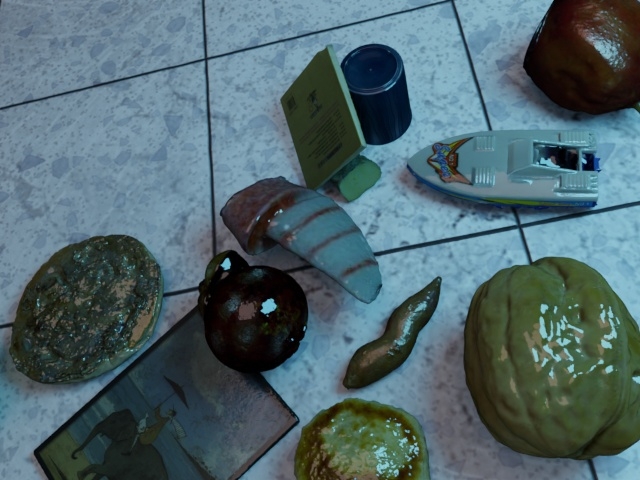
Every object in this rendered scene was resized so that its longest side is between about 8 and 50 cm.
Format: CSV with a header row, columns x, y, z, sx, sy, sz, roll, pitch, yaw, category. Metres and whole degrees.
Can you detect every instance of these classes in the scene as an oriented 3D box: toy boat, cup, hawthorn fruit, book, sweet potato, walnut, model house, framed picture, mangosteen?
x,y,z,sx,sy,sz,roll,pitch,yaw,category
0.000,0.000,0.966,0.282,0.096,0.206,33,38,32,toy boat
0.283,-0.115,0.988,0.295,0.088,0.129,3,65,13,toy boat
0.078,-0.242,1.066,0.150,0.138,0.113,-22,62,1,cup
0.438,-0.281,0.988,0.189,0.189,0.251,-31,70,-3,hawthorn fruit
-0.002,-0.199,1.045,0.013,0.168,0.192,-5,70,-36,book
0.116,0.140,0.924,0.218,0.051,0.065,-45,62,-10,sweet potato
0.293,0.145,0.797,0.224,0.257,0.257,10,63,-18,walnut
0.048,-0.121,1.068,0.079,0.066,0.083,-43,45,2,model house
-0.239,0.296,0.950,0.347,0.016,0.265,-41,63,-9,framed picture
-0.106,0.104,0.921,0.184,0.172,0.172,44,80,4,mangosteen

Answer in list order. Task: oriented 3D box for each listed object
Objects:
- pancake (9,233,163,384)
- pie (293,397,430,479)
x,y,z,sx,sy,sz,roll,pitch,yaw,category
-0.393,0.112,1.052,0.282,0.049,0.282,-5,63,10,pancake
0.056,0.313,0.836,0.179,0.084,0.205,-1,62,12,pie
